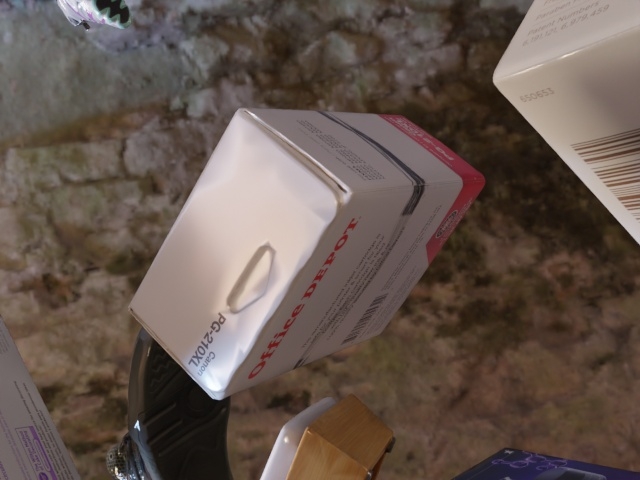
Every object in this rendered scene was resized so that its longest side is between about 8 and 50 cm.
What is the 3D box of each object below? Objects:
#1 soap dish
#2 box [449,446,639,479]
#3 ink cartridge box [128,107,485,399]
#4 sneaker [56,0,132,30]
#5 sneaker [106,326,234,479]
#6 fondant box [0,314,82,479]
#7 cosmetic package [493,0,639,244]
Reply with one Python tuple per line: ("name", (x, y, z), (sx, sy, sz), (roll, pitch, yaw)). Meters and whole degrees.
("soap dish", (-0.002, 0.329, 1.126), (0.118, 0.228, 0.291), (22, -178, 12))
("box", (0.164, 0.282, 0.767), (0.261, 0.103, 0.184), (-15, -174, -42))
("ink cartridge box", (0.000, 0.000, 0.644), (0.237, 0.100, 0.172), (-11, 137, -60))
("sneaker", (-0.254, -0.253, 0.981), (0.038, 0.098, 0.069), (-51, 176, -32))
("sneaker", (-0.129, 0.151, 0.708), (0.087, 0.227, 0.130), (-26, -149, -34))
("fondant box", (-0.339, 0.110, 0.594), (0.096, 0.238, 0.330), (-36, 163, 13))
("cosmetic package", (0.433, -0.212, 0.786), (0.327, 0.329, 0.393), (-13, -138, 57))
